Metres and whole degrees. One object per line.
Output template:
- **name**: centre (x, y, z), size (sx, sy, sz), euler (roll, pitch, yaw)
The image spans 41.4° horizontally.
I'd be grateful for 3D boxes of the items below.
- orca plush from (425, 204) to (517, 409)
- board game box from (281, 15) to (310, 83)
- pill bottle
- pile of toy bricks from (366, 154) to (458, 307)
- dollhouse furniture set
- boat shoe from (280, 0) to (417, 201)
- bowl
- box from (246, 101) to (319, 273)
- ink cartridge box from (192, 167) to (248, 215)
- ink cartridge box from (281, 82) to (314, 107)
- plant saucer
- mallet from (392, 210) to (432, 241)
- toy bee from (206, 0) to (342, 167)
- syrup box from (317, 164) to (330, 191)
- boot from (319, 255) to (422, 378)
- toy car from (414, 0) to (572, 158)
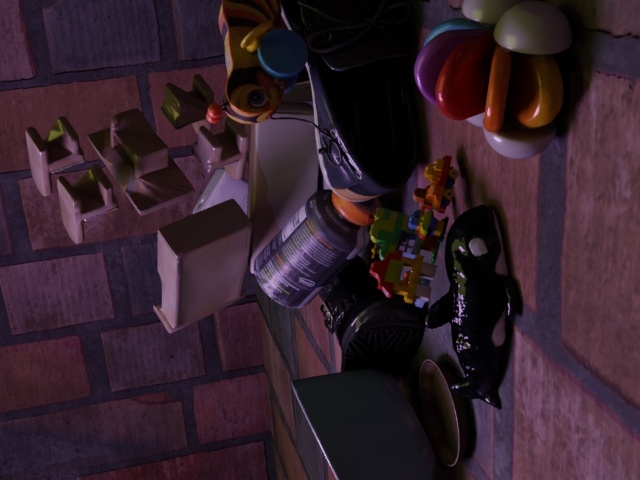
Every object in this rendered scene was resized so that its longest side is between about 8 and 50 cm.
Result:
- **orca plush**: centre (0.178, 0.096, 1.118), size (0.151, 0.102, 0.287), euler (-114, 19, -51)
- **board game box**: centre (-0.058, -0.479, 1.630), size (0.056, 0.208, 0.346), euler (5, 109, 34)
- **pill bottle**: centre (0.000, 0.000, 1.478), size (0.245, 0.130, 0.130), euler (-46, 45, 33)
- **pile of toy bricks**: centre (0.112, -0.013, 1.148), size (0.118, 0.105, 0.212), euler (96, -170, -70)
- **dollhouse furniture set**: centre (-0.308, -0.065, 1.642), size (0.394, 0.362, 0.256), euler (51, 150, 25)
- **boat shoe**: centre (0.049, -0.298, 1.271), size (0.156, 0.187, 0.500), euler (20, 123, 65)
- **bowl**: centre (0.090, 0.343, 1.450), size (0.311, 0.163, 0.311), euler (63, 177, 6)
- **box**: centre (-0.075, -0.103, 1.623), size (0.148, 0.121, 0.311), euler (-120, 32, -72)
- **ink cartridge box**: centre (-0.119, -0.037, 1.903), size (0.131, 0.306, 0.226), euler (-60, 13, -2)
- **ink cartridge box**: centre (-0.050, -0.223, 1.827), size (0.087, 0.153, 0.208), euler (-117, 21, -54)
- **plant saucer**: centre (0.197, 0.268, 1.335), size (0.168, 0.029, 0.168), euler (171, 90, -77)
- **mallet**: centre (0.139, -0.035, 1.384), size (0.190, 0.039, 0.062), euler (142, 121, -71)
- **toy bee**: centre (-0.095, -0.238, 1.201), size (0.195, 0.162, 0.298), euler (100, 148, -60)
- **syrup box**: centre (0.040, -0.110, 1.632), size (0.237, 0.093, 0.096), euler (155, 106, -77)
- **boot**: centre (0.072, 0.110, 1.559), size (0.348, 0.131, 0.260), euler (107, 155, -58)
- **toy car**: centre (0.168, -0.176, 0.881), size (0.182, 0.136, 0.159), euler (-115, 20, -53)
